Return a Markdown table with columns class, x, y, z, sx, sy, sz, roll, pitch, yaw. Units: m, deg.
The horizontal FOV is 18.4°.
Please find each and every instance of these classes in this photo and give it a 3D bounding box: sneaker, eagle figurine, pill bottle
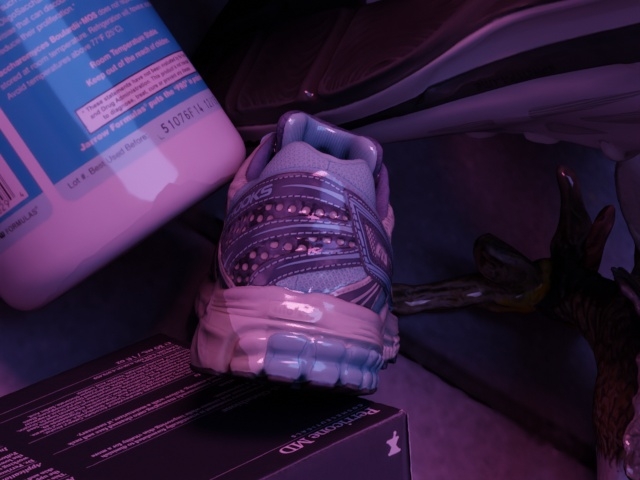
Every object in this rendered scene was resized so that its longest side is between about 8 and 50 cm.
| class | x | y | z | sx | sy | sz | roll | pitch | yaw |
| --- | --- | --- | --- | --- | --- | --- | --- | --- | --- |
| sneaker | 0.000 | 0.000 | 0.977 | 0.110 | 0.283 | 0.122 | 11 | 94 | -4 |
| eagle figurine | 0.204 | 0.103 | 1.106 | 0.226 | 0.298 | 0.225 | -32 | 135 | -8 |
| sneaker | 0.140 | -0.065 | 1.018 | 0.257 | 0.447 | 0.169 | 46 | 52 | -30 |
| pill bottle | -0.164 | -0.107 | 0.983 | 0.146 | 0.146 | 0.264 | -36 | 93 | -39 |

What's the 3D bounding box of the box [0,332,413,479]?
| class | x | y | z | sx | sy | sz | roll | pitch | yaw |
| --- | --- | --- | --- | --- | --- | --- | --- | --- | --- |
| box | -0.110 | 0.143 | 0.883 | 0.261 | 0.184 | 0.103 | -21 | 111 | -38 |
